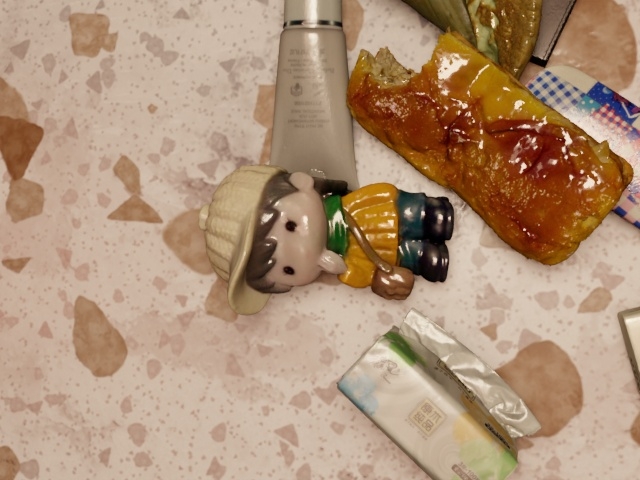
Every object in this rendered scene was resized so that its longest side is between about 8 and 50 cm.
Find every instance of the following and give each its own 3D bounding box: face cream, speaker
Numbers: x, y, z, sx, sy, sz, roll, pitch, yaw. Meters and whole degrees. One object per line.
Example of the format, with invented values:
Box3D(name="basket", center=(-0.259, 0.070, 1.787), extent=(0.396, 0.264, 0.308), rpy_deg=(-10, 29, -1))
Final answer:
Box3D(name="face cream", center=(-0.012, -0.202, 1.084), extent=(0.143, 0.089, 0.315), rpy_deg=(2, 97, 12))
Box3D(name="speaker", center=(0.324, -0.333, 1.030), extent=(0.046, 0.040, 0.191), rpy_deg=(26, 95, 14))

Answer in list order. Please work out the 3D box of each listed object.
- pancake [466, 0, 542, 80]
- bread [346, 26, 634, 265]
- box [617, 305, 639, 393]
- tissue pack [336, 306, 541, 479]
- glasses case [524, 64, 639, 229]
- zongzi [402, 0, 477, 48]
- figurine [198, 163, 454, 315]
Box3D(name="pancake", center=(0.217, -0.345, 1.014), extent=(0.197, 0.054, 0.377), rpy_deg=(12, 110, 49))
Box3D(name="bread", center=(0.201, -0.139, 0.976), extent=(0.380, 0.109, 0.185), rpy_deg=(41, 135, 16))
Box3D(name="box", center=(0.527, 0.137, 0.959), extent=(0.259, 0.071, 0.168), rpy_deg=(-16, 86, 11))
Box3D(name="tissue pack", center=(0.158, 0.207, 0.994), extent=(0.229, 0.159, 0.145), rpy_deg=(42, 97, 10))
Box3D(name="glasses case", center=(0.395, -0.103, 0.990), extent=(0.327, 0.076, 0.125), rpy_deg=(38, 100, 11))
Box3D(name="zongzi", center=(0.040, -0.401, 1.038), extent=(0.322, 0.160, 0.361), rpy_deg=(-7, 109, 39))
Box3D(name="figurine", center=(0.005, -0.012, 1.047), extent=(0.332, 0.204, 0.185), rpy_deg=(-5, 113, -12))
